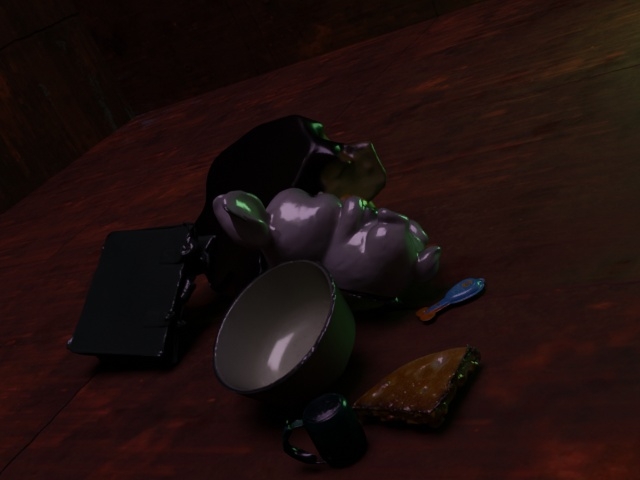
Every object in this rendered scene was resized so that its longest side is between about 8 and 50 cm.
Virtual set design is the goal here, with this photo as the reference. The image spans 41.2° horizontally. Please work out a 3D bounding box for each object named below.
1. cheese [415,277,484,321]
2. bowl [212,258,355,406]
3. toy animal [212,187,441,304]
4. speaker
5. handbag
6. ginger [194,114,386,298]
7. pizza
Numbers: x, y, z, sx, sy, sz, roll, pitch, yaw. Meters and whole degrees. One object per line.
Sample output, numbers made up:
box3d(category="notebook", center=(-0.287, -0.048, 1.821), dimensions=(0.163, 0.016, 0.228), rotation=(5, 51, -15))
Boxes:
box3d(category="cheese", center=(0.186, 0.082, 1.212), dimensions=(0.111, 0.017, 0.047), rotation=(-29, 19, -7))
box3d(category="bowl", center=(-0.036, 0.140, 1.162), dimensions=(0.211, 0.112, 0.211), rotation=(-26, 38, 23))
box3d(category="toy animal", center=(0.003, 0.001, 1.263), dimensions=(0.325, 0.154, 0.208), rotation=(10, -3, -13))
box3d(category="speaker", center=(0.001, 0.231, 1.006), dimensions=(0.094, 0.075, 0.060), rotation=(-30, 21, -7))
box3d(category="handbag", center=(-0.317, 0.096, 1.518), dimensions=(0.260, 0.079, 0.247), rotation=(-5, 63, 39))
box3d(category="ginger", center=(-0.050, -0.027, 1.527), dimensions=(0.413, 0.211, 0.358), rotation=(4, 70, 55))
box3d(category="pizza", center=(0.124, 0.184, 1.022), dimensions=(0.178, 0.041, 0.131), rotation=(-30, 20, -11))
